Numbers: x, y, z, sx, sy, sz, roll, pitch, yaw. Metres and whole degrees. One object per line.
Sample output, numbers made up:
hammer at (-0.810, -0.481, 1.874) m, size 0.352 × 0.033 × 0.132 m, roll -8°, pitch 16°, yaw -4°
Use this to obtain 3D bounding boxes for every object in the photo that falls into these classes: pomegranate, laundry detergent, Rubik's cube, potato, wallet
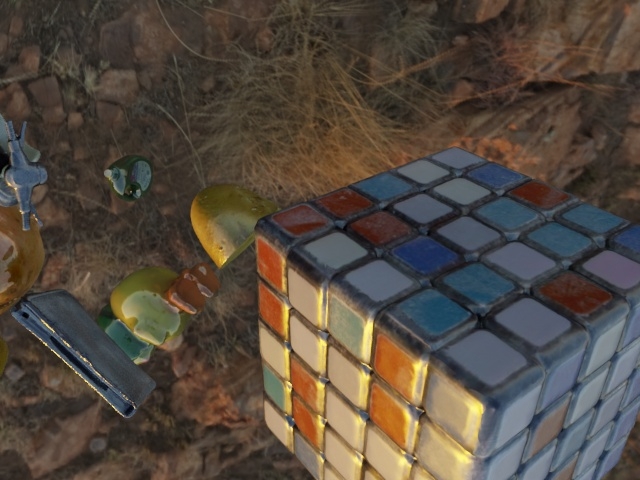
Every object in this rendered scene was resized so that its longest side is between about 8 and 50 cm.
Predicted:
pomegranate at (-0.847, 0.028, 1.548) m, size 0.338 × 0.338 × 0.338 m, roll -10°, pitch 121°, yaw -18°
laundry detergent at (-0.548, -0.176, 1.823) m, size 0.063 × 0.211 × 0.137 m, roll 15°, pitch 98°, yaw 9°
Rubik's cube at (0.130, 0.110, 0.639) m, size 0.287 × 0.292 × 0.293 m, roll -23°, pitch 132°, yaw -32°
potato at (-0.203, -0.049, 1.389) m, size 0.158 × 0.203 × 0.178 m, roll 41°, pitch 143°, yaw -2°
wallet at (-0.333, 0.155, 0.927) m, size 0.036 × 0.167 × 0.222 m, roll -44°, pitch 94°, yaw -5°

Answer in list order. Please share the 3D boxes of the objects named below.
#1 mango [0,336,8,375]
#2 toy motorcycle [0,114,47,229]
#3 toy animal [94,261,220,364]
mango at (-1.000, 0.367, 1.840) m, size 0.195 × 0.331 × 0.142 m, roll -7°, pitch 115°, yaw 10°
toy motorcycle at (-0.373, -0.128, 0.677) m, size 0.091 × 0.157 × 0.263 m, roll -43°, pitch 140°, yaw -26°
toy animal at (-0.427, 0.173, 1.584) m, size 0.338 × 0.216 × 0.191 m, roll -37°, pitch 100°, yaw 22°
